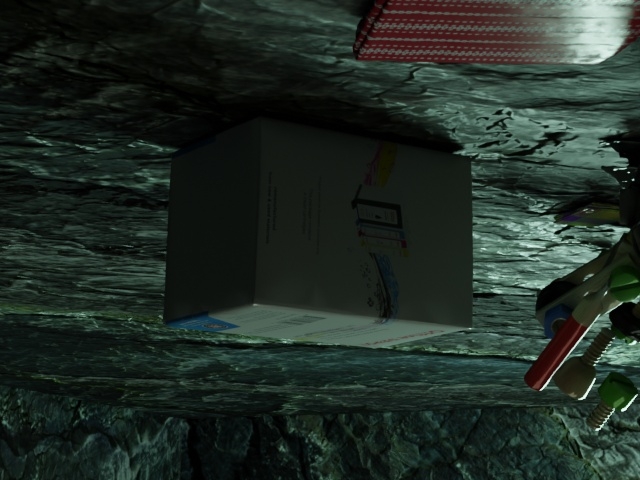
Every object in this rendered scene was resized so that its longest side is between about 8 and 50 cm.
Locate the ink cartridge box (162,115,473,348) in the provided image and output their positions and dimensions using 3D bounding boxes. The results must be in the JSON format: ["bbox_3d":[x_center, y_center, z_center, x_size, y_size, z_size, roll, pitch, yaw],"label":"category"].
[{"bbox_3d":[0.000,0.000,1.478,0.232,0.168,0.171,9,166,-32],"label":"ink cartridge box"}]

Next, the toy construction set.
[{"bbox_3d":[0.366,0.058,1.709,0.309,0.257,0.237,-8,136,-54],"label":"toy construction set"}]

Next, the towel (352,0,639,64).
[{"bbox_3d":[0.135,-0.163,1.037,0.198,0.031,0.275,1,170,-8],"label":"towel"}]

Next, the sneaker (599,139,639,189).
[{"bbox_3d":[0.326,-0.055,1.486,0.089,0.051,0.170,-6,162,29],"label":"sneaker"}]

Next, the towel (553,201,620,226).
[{"bbox_3d":[0.289,-0.027,1.708,0.060,0.009,0.083,5,168,-20],"label":"towel"}]

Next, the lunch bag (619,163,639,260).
[{"bbox_3d":[0.424,-0.019,1.273,0.305,0.213,0.256,1,-174,-20],"label":"lunch bag"}]
